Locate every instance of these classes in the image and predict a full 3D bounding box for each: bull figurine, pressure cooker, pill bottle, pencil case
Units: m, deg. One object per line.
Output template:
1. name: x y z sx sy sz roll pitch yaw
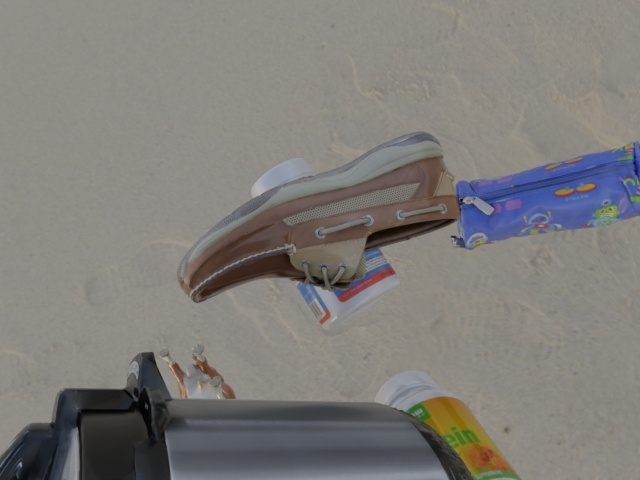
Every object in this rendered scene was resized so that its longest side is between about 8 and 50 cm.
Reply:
1. bull figurine: -0.193 0.312 1.143 0.101 0.188 0.310 -32 36 -20
2. pressure cooker: -0.098 0.316 0.543 0.370 0.421 0.375 -128 50 -57
3. pill bottle: 0.165 0.292 0.847 0.136 0.136 0.245 -53 31 12
4. pill bottle: 0.000 0.000 0.853 0.124 0.124 0.221 -36 78 19
5. pencil case: 0.354 -0.065 0.975 0.306 0.133 0.119 -11 72 25

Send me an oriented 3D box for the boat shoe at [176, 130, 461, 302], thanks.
1. boat shoe: 0.006 -0.004 0.667 0.325 0.123 0.116 -26 79 -6
